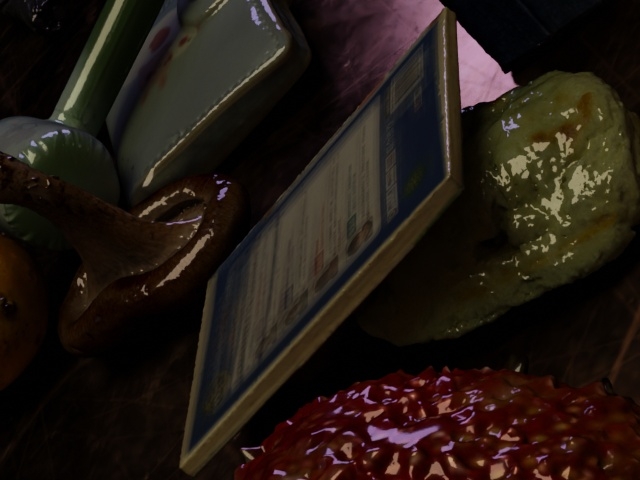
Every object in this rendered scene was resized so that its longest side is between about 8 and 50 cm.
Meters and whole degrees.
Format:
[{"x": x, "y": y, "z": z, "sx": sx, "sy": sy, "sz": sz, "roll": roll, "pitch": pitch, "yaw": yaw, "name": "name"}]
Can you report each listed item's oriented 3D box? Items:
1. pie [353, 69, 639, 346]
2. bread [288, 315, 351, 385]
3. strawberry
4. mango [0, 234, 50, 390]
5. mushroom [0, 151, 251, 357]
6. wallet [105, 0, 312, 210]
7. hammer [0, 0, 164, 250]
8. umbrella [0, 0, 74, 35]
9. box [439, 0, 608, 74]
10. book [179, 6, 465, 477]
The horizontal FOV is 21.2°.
[{"x": 0.114, "y": -0.032, "z": 1.199, "sx": 0.248, "sy": 0.090, "sz": 0.201, "roll": -29, "pitch": 36, "yaw": 28, "name": "pie"}, {"x": -0.009, "y": 0.068, "z": 1.277, "sx": 0.085, "sy": 0.053, "sz": 0.085, "roll": -49, "pitch": 22, "yaw": 27, "name": "bread"}, {"x": 0.061, "y": 0.145, "z": 1.034, "sx": 0.306, "sy": 0.138, "sz": 0.233, "roll": -33, "pitch": 33, "yaw": 29, "name": "strawberry"}, {"x": -0.340, "y": 0.070, "z": 1.630, "sx": 0.166, "sy": 0.136, "sz": 0.236, "roll": -43, "pitch": 21, "yaw": -21, "name": "mango"}, {"x": -0.193, "y": -0.016, "z": 1.445, "sx": 0.227, "sy": 0.217, "sz": 0.148, "roll": -34, "pitch": 33, "yaw": 23, "name": "mushroom"}, {"x": -0.128, "y": -0.189, "z": 1.690, "sx": 0.252, "sy": 0.083, "sz": 0.360, "roll": -47, "pitch": 32, "yaw": 15, "name": "wallet"}, {"x": -0.219, "y": -0.153, "z": 1.626, "sx": 0.206, "sy": 0.119, "sz": 0.335, "roll": 16, "pitch": 80, "yaw": 63, "name": "hammer"}, {"x": -0.373, "y": -0.300, "z": 2.141, "sx": 0.066, "sy": 0.059, "sz": 0.236, "roll": -39, "pitch": 29, "yaw": -16, "name": "umbrella"}, {"x": 0.096, "y": -0.316, "z": 1.360, "sx": 0.116, "sy": 0.261, "sz": 0.279, "roll": -32, "pitch": 35, "yaw": 23, "name": "box"}, {"x": 0.000, "y": 0.000, "z": 1.240, "sx": 0.322, "sy": 0.018, "sz": 0.228, "roll": -48, "pitch": 21, "yaw": 31, "name": "book"}]
